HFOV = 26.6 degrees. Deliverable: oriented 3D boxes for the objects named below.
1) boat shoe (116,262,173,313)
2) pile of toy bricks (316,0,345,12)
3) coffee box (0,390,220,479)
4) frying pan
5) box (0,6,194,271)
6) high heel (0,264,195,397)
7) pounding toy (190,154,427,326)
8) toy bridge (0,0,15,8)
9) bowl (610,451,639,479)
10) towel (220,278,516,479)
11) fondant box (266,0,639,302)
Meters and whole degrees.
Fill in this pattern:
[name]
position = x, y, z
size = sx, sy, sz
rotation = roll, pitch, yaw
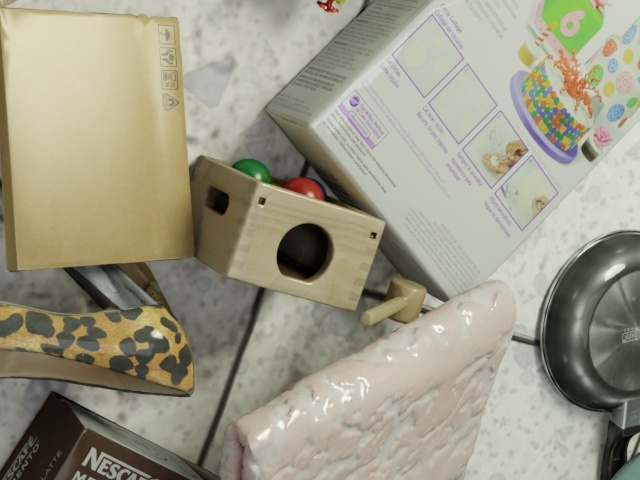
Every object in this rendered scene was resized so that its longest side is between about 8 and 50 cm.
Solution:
[boat shoe]
position = -0.149, 0.062, 1.156
size = 0.050, 0.045, 0.135
rotation = -34, 116, -15
[pile of toy bricks]
position = 0.015, -0.243, 1.123
size = 0.212, 0.118, 0.105
rotation = 14, 112, -27
[coffee box]
position = -0.156, 0.251, 1.172
size = 0.246, 0.098, 0.141
rotation = 34, 86, -30
[frying pan]
position = 0.297, 0.149, 1.407
size = 0.197, 0.053, 0.326
rotation = 15, 93, -28
[box]
position = -0.178, -0.080, 1.070
size = 0.164, 0.021, 0.201
rotation = -4, 91, -39
[high heel]
position = -0.234, 0.120, 1.065
size = 0.186, 0.093, 0.261
rotation = 46, 73, 3
[pounding toy]
position = 0.009, 0.004, 1.142
size = 0.206, 0.181, 0.094
rotation = 16, 95, -29
[toy bridge]
position = -0.266, -0.180, 1.044
size = 0.063, 0.026, 0.188
rotation = -31, 115, -16
[bowl]
position = 0.399, 0.324, 1.419
size = 0.311, 0.163, 0.312
rotation = -14, 119, -27
[towel]
position = 0.036, 0.218, 1.175
size = 0.332, 0.053, 0.317
rotation = -25, 134, -42
[fondant box]
position = 0.149, -0.139, 1.225
size = 0.330, 0.096, 0.238
rotation = -45, 118, -8
